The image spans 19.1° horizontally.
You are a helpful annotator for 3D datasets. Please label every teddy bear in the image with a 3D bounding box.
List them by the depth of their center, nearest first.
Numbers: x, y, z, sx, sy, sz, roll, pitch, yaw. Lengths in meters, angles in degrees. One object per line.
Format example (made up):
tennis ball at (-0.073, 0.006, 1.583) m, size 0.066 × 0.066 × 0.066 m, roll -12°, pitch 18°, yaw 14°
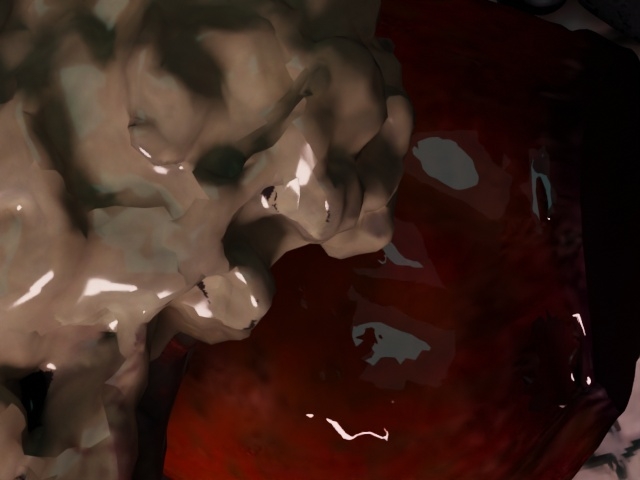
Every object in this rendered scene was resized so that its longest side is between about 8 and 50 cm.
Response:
teddy bear at (-0.117, 0.099, 0.577) m, size 0.224 × 0.367 × 0.357 m, roll 7°, pitch 80°, yaw -8°

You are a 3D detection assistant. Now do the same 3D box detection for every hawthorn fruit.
hawthorn fruit at (0.000, 0.000, 0.695) m, size 0.249 × 0.215 × 0.215 m, roll 22°, pitch 74°, yaw 12°

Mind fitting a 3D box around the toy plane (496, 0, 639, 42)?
toy plane at (0.156, -0.118, 0.777) m, size 0.155 × 0.106 × 0.382 m, roll -7°, pitch 64°, yaw -9°
